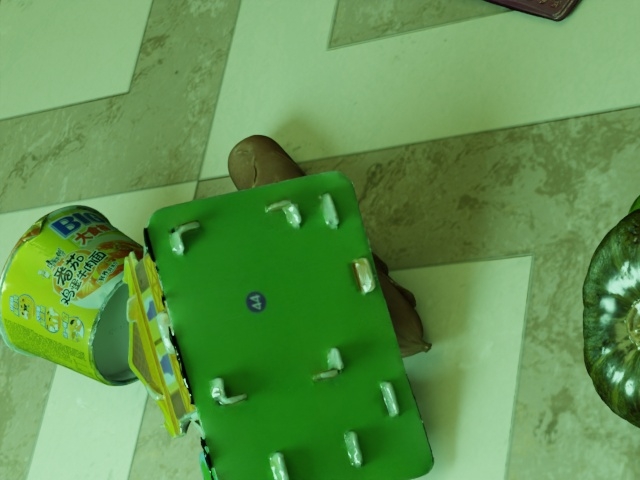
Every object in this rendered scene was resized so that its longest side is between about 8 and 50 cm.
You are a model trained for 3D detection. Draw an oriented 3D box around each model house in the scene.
[{"bbox_3d":[-0.068,0.145,1.721,0.358,0.242,0.313,71,159,8],"label":"model house"}]

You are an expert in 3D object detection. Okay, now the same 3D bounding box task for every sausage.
[{"bbox_3d":[-0.002,0.002,1.822,0.088,0.088,0.433,-45,46,4],"label":"sausage"}]

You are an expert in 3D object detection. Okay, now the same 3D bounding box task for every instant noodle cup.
[{"bbox_3d":[-0.266,0.077,1.905,0.153,0.205,0.205,27,81,35],"label":"instant noodle cup"}]

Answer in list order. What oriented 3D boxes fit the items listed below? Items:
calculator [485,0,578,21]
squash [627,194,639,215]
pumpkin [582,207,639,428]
[{"bbox_3d":[0.243,-0.327,1.884,0.190,0.034,0.126,27,80,38],"label":"calculator"},{"bbox_3d":[0.411,-0.071,1.569,0.252,0.066,0.066,-30,49,17],"label":"squash"},{"bbox_3d":[0.345,0.066,1.471,0.219,0.162,0.219,-16,70,53],"label":"pumpkin"}]
